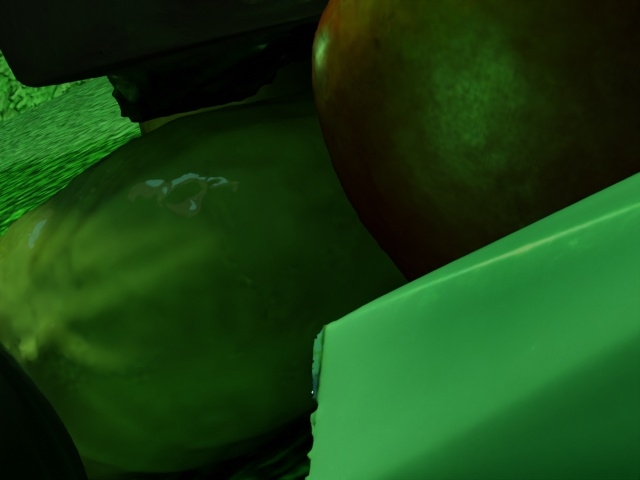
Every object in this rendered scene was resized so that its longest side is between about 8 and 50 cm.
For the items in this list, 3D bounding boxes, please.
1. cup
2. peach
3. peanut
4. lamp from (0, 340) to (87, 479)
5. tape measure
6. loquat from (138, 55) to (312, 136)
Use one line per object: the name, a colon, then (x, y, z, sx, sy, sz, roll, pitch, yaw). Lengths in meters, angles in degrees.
cup: (0.120, 0.034, 0.421, 0.236, 0.148, 0.134, -25, -22, 31)
peach: (0.121, -0.065, 0.616, 0.243, 0.243, 0.199, -29, -7, -13)
peanut: (0.000, 0.000, 0.797, 0.319, 0.147, 0.147, -23, 11, -1)
lamp: (-0.207, 0.131, 0.712, 0.172, 0.147, 0.227, 14, 44, 37)
tape measure: (-0.020, -0.135, 0.798, 0.231, 0.149, 0.245, -18, 7, -38)
loquat: (0.013, -0.073, 1.004, 0.227, 0.179, 0.179, -9, 19, 34)
